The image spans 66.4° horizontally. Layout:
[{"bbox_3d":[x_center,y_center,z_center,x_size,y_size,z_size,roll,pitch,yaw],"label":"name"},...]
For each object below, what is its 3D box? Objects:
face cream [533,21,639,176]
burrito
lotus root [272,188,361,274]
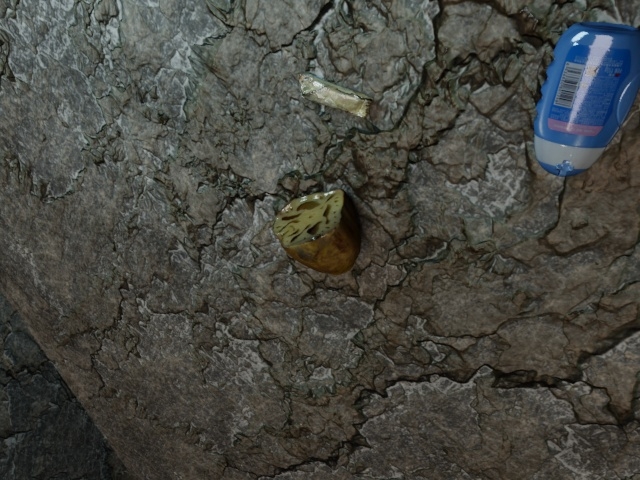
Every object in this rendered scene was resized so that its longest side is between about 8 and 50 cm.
[{"bbox_3d":[0.459,-0.234,0.857,0.148,0.083,0.264,14,126,17],"label":"face cream"},{"bbox_3d":[0.029,-0.306,1.035,0.171,0.042,0.051,19,130,8],"label":"burrito"},{"bbox_3d":[0.000,0.001,1.165,0.199,0.188,0.180,-7,131,26],"label":"lotus root"}]
